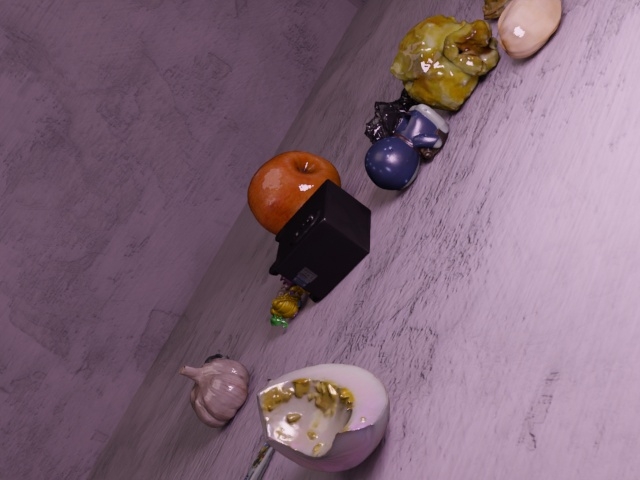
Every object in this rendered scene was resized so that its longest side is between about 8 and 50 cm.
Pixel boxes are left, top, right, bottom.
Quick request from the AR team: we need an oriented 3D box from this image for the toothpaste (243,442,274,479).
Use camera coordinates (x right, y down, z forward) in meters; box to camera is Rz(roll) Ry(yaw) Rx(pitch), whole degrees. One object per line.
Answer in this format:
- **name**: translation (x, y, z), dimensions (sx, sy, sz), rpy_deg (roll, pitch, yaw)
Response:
- **toothpaste**: translation (-0.165, 0.575, 1.719), dimensions (0.067, 0.037, 0.256), rpy_deg (-28, 29, 59)

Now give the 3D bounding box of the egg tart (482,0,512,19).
- **egg tart**: translation (0.553, -0.782, 2.090), dimensions (0.315, 0.120, 0.315), rpy_deg (-51, 16, 21)

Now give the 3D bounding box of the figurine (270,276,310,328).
- **figurine**: translation (-0.088, 0.189, 2.163), dimensions (0.114, 0.095, 0.156), rpy_deg (13, 70, 31)

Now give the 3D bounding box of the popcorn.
- **popcorn**: translation (0.344, -0.481, 1.964), dimensions (0.225, 0.277, 0.276), rpy_deg (-18, -20, -50)

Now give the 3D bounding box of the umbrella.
- **umbrella**: translation (0.261, -0.427, 2.203), dimensions (0.337, 0.154, 0.128), rpy_deg (-53, 57, 16)

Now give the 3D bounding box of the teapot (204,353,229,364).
- **teapot**: translation (-0.355, 0.422, 2.517), dimensions (0.087, 0.066, 0.057), rpy_deg (-19, 17, 30)

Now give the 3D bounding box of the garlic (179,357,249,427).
- **garlic**: translation (-0.329, 0.425, 2.159), dimensions (0.218, 0.212, 0.219), rpy_deg (-43, 24, 25)

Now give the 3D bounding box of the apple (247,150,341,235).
- **apple**: translation (-0.081, -0.157, 2.401), dimensions (0.275, 0.298, 0.299), rpy_deg (-57, 13, 39)

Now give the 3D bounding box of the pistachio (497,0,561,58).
- **pistachio**: translation (0.510, -0.525, 1.752), dimensions (0.145, 0.117, 0.201), rpy_deg (26, 71, 35)

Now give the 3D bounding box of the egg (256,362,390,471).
- **egg**: translation (0.025, 0.352, 1.385), dimensions (0.270, 0.162, 0.206), rpy_deg (8, 25, 38)

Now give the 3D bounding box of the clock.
- **clock**: translation (0.226, -0.245, 1.977), dimensions (0.243, 0.146, 0.199), rpy_deg (-50, 20, -4)

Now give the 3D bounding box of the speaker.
- **speaker**: translation (0.000, 0.000, 2.075), dimensions (0.254, 0.184, 0.232), rpy_deg (-45, 20, 28)
